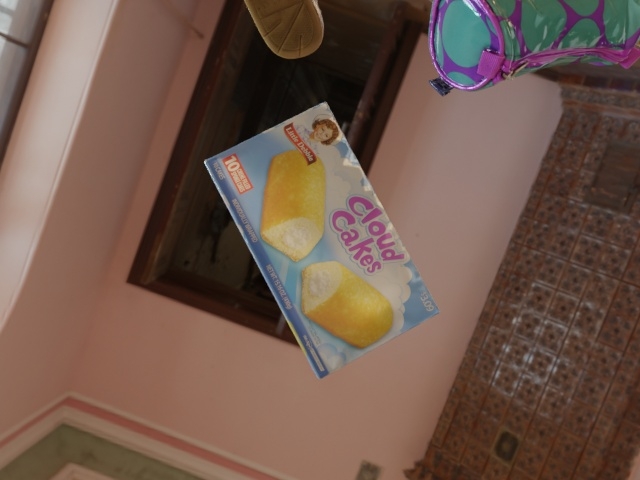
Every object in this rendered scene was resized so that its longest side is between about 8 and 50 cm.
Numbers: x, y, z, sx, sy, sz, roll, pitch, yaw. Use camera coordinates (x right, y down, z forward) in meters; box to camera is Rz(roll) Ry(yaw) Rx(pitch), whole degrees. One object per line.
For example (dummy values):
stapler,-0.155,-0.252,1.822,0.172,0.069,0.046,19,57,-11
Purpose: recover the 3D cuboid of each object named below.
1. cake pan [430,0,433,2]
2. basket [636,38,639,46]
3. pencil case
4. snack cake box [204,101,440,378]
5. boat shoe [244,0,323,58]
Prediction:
cake pan,0.099,-0.367,0.642,0.054,0.293,0.293,-27,154,34
basket,0.349,-0.383,0.671,0.201,0.289,0.255,4,-142,2
pencil case,0.140,-0.134,0.393,0.152,0.064,0.070,-18,-111,-29
snack cake box,0.000,0.000,0.692,0.264,0.152,0.089,62,174,3
boat shoe,-0.070,-0.348,0.695,0.098,0.277,0.096,-10,-139,15
